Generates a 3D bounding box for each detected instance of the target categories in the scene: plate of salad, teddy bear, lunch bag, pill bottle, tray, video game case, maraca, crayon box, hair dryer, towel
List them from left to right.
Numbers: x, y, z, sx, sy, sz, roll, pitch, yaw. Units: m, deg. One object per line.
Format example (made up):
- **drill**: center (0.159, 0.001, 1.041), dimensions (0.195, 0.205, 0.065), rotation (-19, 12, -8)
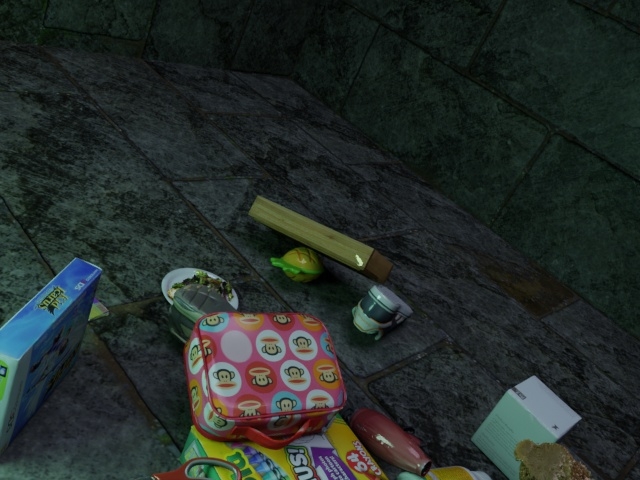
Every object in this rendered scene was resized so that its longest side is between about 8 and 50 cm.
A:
- **video game case**: center (-0.482, 0.196, 1.020), dimensions (0.061, 0.244, 0.269), rotation (26, 28, -4)
- **towel**: center (-0.517, 0.147, 1.329), dimensions (0.083, 0.009, 0.060), rotation (36, 30, 19)
- **plate of salad**: center (-0.299, 0.125, 1.510), dimensions (0.199, 0.048, 0.200), rotation (20, 28, -11)
- **lunch bag**: center (-0.098, 0.265, 1.124), dimensions (0.293, 0.120, 0.258), rotation (6, 46, -30)
- **maraca**: center (-0.064, 0.071, 1.737), dimensions (0.127, 0.099, 0.185), rotation (21, 12, 33)
- **crayon box**: center (-0.033, 0.465, 1.088), dimensions (0.313, 0.106, 0.363), rotation (-4, 40, -44)
- **tray**: center (0.000, 0.000, 1.779), dimensions (0.410, 0.076, 0.203), rotation (25, -4, 27)
- **hair dryer**: center (0.162, 0.410, 1.274), dimensions (0.223, 0.080, 0.293), rotation (19, 4, -10)
- **pill bottle**: center (0.256, 0.525, 1.221), dimensions (0.208, 0.118, 0.118), rotation (8, 33, -32)
- **teddy bear**: center (0.414, 0.539, 1.098), dimensions (0.245, 0.113, 0.338), rotation (-6, 36, 3)

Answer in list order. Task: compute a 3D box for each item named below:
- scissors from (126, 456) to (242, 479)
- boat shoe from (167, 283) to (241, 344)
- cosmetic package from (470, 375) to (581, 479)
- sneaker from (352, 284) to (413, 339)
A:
- **scissors**: center (-0.280, 0.394, 0.984), dimensions (0.297, 0.021, 0.109), rotation (8, 49, 6)
- **boat shoe**: center (-0.191, 0.240, 1.320), dimensions (0.355, 0.130, 0.132), rotation (37, 25, 16)
- **cosmetic package**: center (0.501, 0.461, 1.466), dimensions (0.151, 0.184, 0.151), rotation (-7, 43, -47)
- **sneaker**: center (0.170, 0.204, 1.713), dimensions (0.126, 0.127, 0.321), rotation (42, 6, 21)
